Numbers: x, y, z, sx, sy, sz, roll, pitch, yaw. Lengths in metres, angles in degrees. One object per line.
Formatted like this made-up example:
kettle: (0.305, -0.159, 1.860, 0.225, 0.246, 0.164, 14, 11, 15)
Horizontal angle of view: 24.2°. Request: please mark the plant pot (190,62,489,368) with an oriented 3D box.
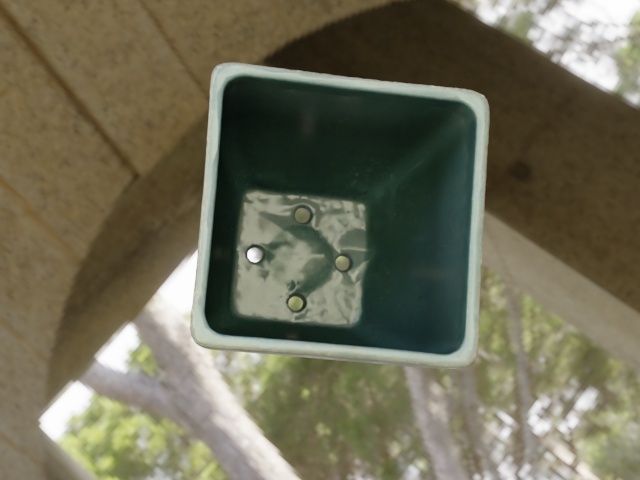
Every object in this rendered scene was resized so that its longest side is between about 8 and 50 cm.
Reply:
plant pot: (0.000, 0.000, 1.395, 0.252, 0.248, 0.247, 133, 142, -76)
